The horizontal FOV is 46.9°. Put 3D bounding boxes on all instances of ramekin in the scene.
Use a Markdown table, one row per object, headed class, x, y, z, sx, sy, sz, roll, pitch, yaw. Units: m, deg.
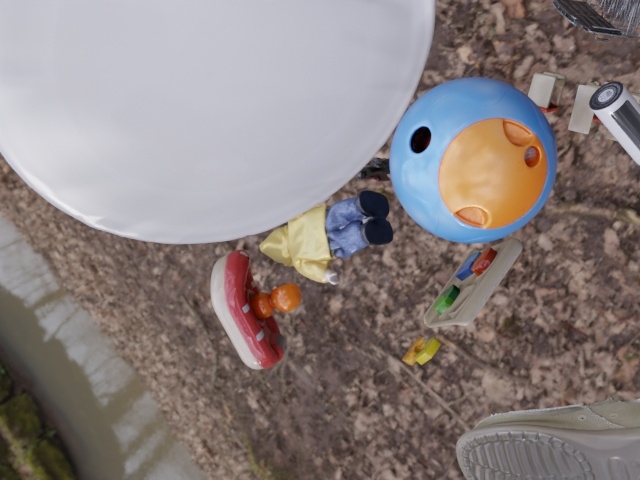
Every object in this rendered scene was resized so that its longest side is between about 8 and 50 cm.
| class | x | y | z | sx | sy | sz | roll | pitch | yaw |
| --- | --- | --- | --- | --- | --- | --- | --- | --- | --- |
| ramekin | -0.075 | -0.141 | 0.459 | 0.127 | 0.272 | 0.273 | -117 | 36 | -45 |

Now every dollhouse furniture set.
| class | x | y | z | sx | sy | sz | roll | pitch | yaw |
| --- | --- | --- | --- | --- | --- | --- | --- | --- | --- |
| dollhouse furniture set | 0.568 | -0.264 | 1.552 | 0.259 | 0.262 | 0.135 | 20 | 112 | 28 |

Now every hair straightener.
| class | x | y | z | sx | sy | sz | roll | pitch | yaw |
| --- | --- | --- | --- | --- | --- | --- | --- | --- | --- |
| hair straightener | 0.138 | -0.177 | 1.689 | 0.089 | 0.230 | 0.047 | -42 | 74 | 21 |

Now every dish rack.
| class | x | y | z | sx | sy | sz | roll | pitch | yaw |
| --- | --- | --- | --- | --- | --- | --- | --- | --- | --- |
| dish rack | 0.540 | -0.390 | 1.248 | 0.271 | 0.208 | 0.074 | 5 | 122 | -6 |

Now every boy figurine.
| class | x | y | z | sx | sy | sz | roll | pitch | yaw |
| --- | --- | --- | --- | --- | --- | --- | --- | --- | --- |
| boy figurine | 0.000 | 0.000 | 1.381 | 0.285 | 0.092 | 0.178 | -21 | 75 | 42 |

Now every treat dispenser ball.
| class | x | y | z | sx | sy | sz | roll | pitch | yaw |
| --- | --- | --- | --- | --- | --- | --- | --- | --- | --- |
| treat dispenser ball | 0.265 | -0.138 | 1.290 | 0.288 | 0.288 | 0.288 | 16 | 120 | 29 |

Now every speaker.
| class | x | y | z | sx | sy | sz | roll | pitch | yaw |
| --- | --- | --- | --- | --- | --- | --- | --- | --- | --- |
| speaker | 0.455 | -0.170 | 1.085 | 0.136 | 0.055 | 0.055 | 39 | 137 | -27 |

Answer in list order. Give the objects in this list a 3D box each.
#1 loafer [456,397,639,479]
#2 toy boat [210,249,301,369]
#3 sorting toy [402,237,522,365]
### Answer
| class | x | y | z | sx | sy | sz | roll | pitch | yaw |
| --- | --- | --- | --- | --- | --- | --- | --- | --- | --- |
| loafer | 0.276 | 0.217 | 0.759 | 0.268 | 0.092 | 0.102 | -7 | 101 | 24 |
| toy boat | -0.108 | 0.120 | 1.399 | 0.151 | 0.151 | 0.231 | -23 | 109 | 9 |
| sorting toy | 0.277 | 0.125 | 1.522 | 0.041 | 0.307 | 0.229 | 39 | 168 | -5 |
